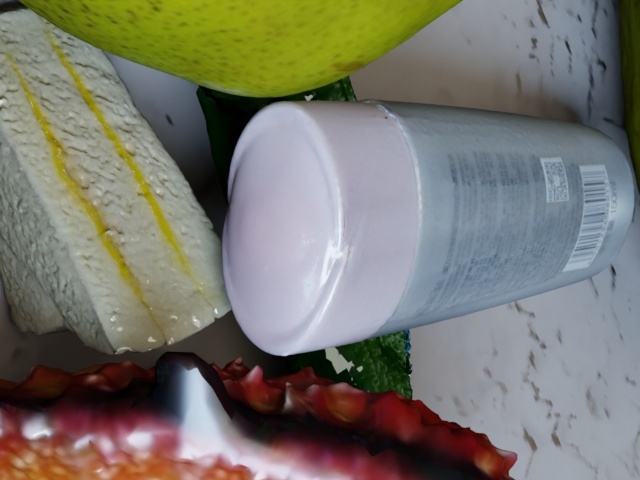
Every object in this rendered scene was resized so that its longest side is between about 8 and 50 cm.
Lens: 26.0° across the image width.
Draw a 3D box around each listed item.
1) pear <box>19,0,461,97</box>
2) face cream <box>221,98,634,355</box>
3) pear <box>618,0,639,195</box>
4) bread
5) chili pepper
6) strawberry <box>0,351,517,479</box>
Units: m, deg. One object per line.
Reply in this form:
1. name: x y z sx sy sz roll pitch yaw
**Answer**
1. pear: -0.044 -0.205 0.545 0.294 0.294 0.294 -1 93 -30
2. face cream: 0.062 -0.014 0.665 0.269 0.073 0.107 -7 101 -53
3. pear: 0.297 -0.081 0.750 0.287 0.287 0.375 -23 76 -27
4. bread: -0.102 -0.033 0.610 0.077 0.105 0.152 -22 104 -34
5. chili pepper: -0.001 0.000 0.695 0.098 0.061 0.224 -22 99 -39
6. strawberry: -0.061 0.114 0.610 0.306 0.137 0.233 30 121 -15
